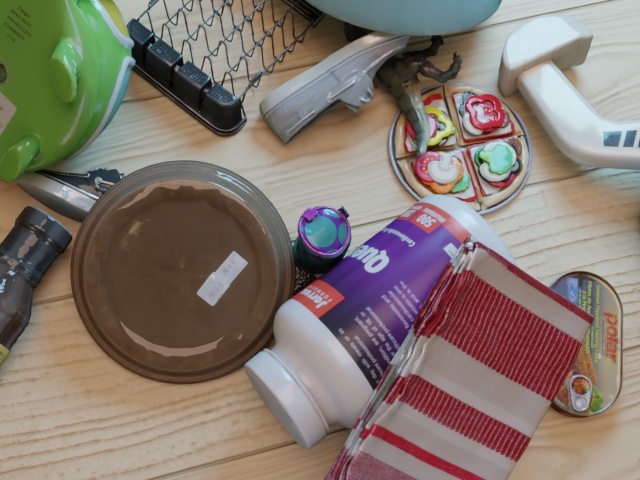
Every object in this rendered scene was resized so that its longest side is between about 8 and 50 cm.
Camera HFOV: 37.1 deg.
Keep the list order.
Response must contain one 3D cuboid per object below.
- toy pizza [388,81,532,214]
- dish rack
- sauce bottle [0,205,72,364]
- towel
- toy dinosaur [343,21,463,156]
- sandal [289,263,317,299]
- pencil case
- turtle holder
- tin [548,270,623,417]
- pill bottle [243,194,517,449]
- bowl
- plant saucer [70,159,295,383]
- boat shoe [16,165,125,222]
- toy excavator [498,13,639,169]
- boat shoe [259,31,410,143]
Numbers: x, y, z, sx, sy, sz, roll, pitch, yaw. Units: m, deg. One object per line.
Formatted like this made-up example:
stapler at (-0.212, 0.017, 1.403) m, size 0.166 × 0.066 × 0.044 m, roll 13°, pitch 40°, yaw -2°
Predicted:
toy pizza at (0.194, -0.131, 1.307) m, size 0.201 × 0.032 × 0.201 m, roll 2°, pitch 71°, yaw -5°
dish rack at (-0.120, -0.302, 1.320) m, size 0.208 × 0.074 × 0.271 m, roll 39°, pitch 71°, yaw 7°
sauce bottle at (-0.420, 0.115, 1.131) m, size 0.111 × 0.111 × 0.344 m, roll 32°, pitch 71°, yaw 6°
towel at (0.169, 0.187, 1.089) m, size 0.237 × 0.037 × 0.329 m, roll 31°, pitch 88°, yaw -32°
toy dinosaur at (0.127, -0.238, 1.311) m, size 0.118 × 0.064 × 0.268 m, roll -27°, pitch 63°, yaw 0°
sandal at (-0.066, 0.047, 1.216) m, size 0.179 × 0.040 × 0.067 m, roll 34°, pitch 82°, yaw -4°
pencil case at (0.000, 0.000, 1.184) m, size 0.064 × 0.152 × 0.070 m, roll -29°, pitch 82°, yaw -10°
turtle holder at (-0.341, -0.246, 1.159) m, size 0.243 × 0.227 × 0.320 m, roll 16°, pitch 112°, yaw 15°
tin at (0.334, 0.134, 1.229) m, size 0.106 × 0.040 × 0.190 m, roll 7°, pitch 71°, yaw 2°
pill bottle at (0.072, 0.099, 1.141) m, size 0.323 × 0.181 × 0.181 m, roll -36°, pitch 78°, yaw -15°
bowl at (0.110, -0.424, 1.266) m, size 0.311 × 0.163 × 0.312 m, roll 5°, pitch 45°, yaw -5°
plant saucer at (-0.168, 0.040, 1.167) m, size 0.277 × 0.041 × 0.278 m, roll 0°, pitch 91°, yaw -4°
boat shoe at (-0.274, -0.055, 1.222) m, size 0.219 × 0.078 × 0.070 m, roll 21°, pitch 72°, yaw -6°
toy excavator at (0.470, -0.103, 1.245) m, size 0.444 × 0.222 × 0.433 m, roll -1°, pitch 70°, yaw 4°
boat shoe at (0.030, -0.206, 1.276) m, size 0.227 × 0.079 × 0.081 m, roll -30°, pitch 91°, yaw 10°
